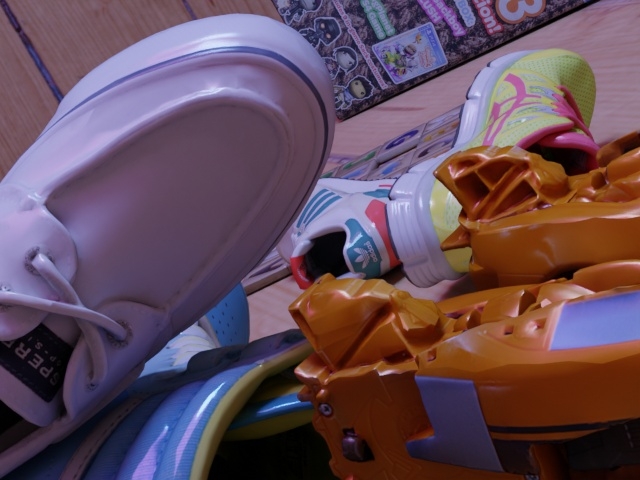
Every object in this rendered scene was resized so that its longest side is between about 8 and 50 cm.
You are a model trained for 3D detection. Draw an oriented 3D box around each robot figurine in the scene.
[{"bbox_3d":[0.143,0.006,0.472,0.291,0.085,0.211,-12,20,36],"label":"robot figurine"}]

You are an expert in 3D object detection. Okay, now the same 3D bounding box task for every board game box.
[{"bbox_3d":[0.134,-0.265,1.555,0.291,0.141,0.232,-24,14,26],"label":"board game box"}]

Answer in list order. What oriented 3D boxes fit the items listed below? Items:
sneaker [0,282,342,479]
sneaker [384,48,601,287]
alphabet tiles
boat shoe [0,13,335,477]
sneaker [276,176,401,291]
[{"bbox_3d":[-0.035,0.076,0.655,0.208,0.127,0.319,-26,23,26],"label":"sneaker"},{"bbox_3d":[0.120,-0.044,0.900,0.094,0.081,0.208,-11,28,37],"label":"sneaker"},{"bbox_3d":[0.014,-0.027,1.203,0.198,0.009,0.237,-26,13,17],"label":"alphabet tiles"},{"bbox_3d":[-0.095,0.029,0.563,0.258,0.095,0.084,-43,21,16],"label":"boat shoe"},{"bbox_3d":[0.000,0.000,1.011,0.075,0.057,0.161,-31,14,-30],"label":"sneaker"}]
